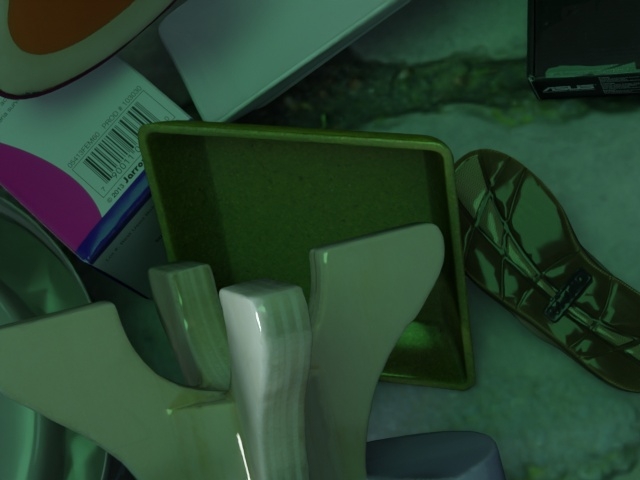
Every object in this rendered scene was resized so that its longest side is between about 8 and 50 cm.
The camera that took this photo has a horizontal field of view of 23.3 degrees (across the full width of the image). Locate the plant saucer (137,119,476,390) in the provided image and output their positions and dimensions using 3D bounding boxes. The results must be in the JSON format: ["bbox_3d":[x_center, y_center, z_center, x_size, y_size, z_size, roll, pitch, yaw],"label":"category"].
[{"bbox_3d":[0.000,0.000,0.933,0.188,0.188,0.045,5,40,18],"label":"plant saucer"}]

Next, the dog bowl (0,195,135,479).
[{"bbox_3d":[-0.276,0.133,0.997,0.349,0.102,0.348,-5,74,16],"label":"dog bowl"}]

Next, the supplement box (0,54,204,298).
[{"bbox_3d":[-0.169,-0.079,1.017,0.220,0.114,0.111,41,89,21],"label":"supplement box"}]

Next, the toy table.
[{"bbox_3d":[-0.043,0.095,0.830,0.274,0.252,0.160,-16,97,-28],"label":"toy table"}]

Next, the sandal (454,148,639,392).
[{"bbox_3d":[0.140,0.023,0.936,0.180,0.049,0.072,44,88,7],"label":"sandal"}]

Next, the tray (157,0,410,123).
[{"bbox_3d":[0.023,-0.178,1.010,0.270,0.030,0.145,-35,41,5],"label":"tray"}]

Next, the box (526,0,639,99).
[{"bbox_3d":[0.225,-0.184,0.965,0.191,0.045,0.184,-1,73,17],"label":"box"}]

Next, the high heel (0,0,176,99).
[{"bbox_3d":[-0.129,-0.243,1.018,0.127,0.181,0.377,38,72,-20],"label":"high heel"}]
